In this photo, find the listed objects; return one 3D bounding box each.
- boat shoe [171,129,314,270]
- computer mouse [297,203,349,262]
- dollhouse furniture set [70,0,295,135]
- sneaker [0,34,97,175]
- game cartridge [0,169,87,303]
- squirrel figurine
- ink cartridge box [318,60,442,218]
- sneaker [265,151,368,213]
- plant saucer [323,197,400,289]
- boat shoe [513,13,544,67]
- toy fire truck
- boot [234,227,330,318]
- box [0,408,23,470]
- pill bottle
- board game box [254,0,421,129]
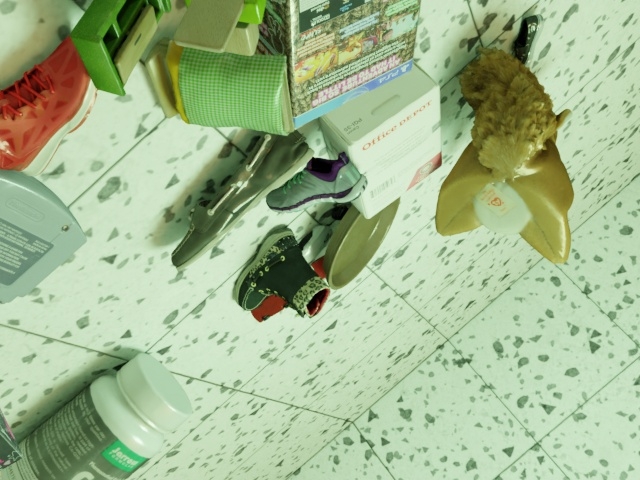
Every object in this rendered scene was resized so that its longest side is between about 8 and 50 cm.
[{"bbox_3d":[-0.160,-0.084,1.339,0.335,0.095,0.112,-41,-171,10],"label":"boat shoe"},{"bbox_3d":[0.000,0.000,1.687,0.193,0.042,0.106,-41,154,3],"label":"computer mouse"},{"bbox_3d":[-0.159,-0.199,0.984,0.301,0.198,0.151,82,24,-61],"label":"dollhouse furniture set"},{"bbox_3d":[-0.372,-0.171,0.932,0.128,0.087,0.221,1,131,-53],"label":"sneaker"},{"bbox_3d":[-0.478,-0.017,1.066,0.196,0.060,0.294,-37,153,3],"label":"game cartridge"},{"bbox_3d":[0.424,-0.215,1.587,0.370,0.281,0.396,-56,145,-42],"label":"squirrel figurine"},{"bbox_3d":[0.125,-0.199,1.463,0.207,0.117,0.283,-35,153,-8],"label":"ink cartridge box"},{"bbox_3d":[-0.023,-0.117,1.396,0.098,0.224,0.083,57,40,-32],"label":"sneaker"},{"bbox_3d":[0.090,-0.014,1.693,0.278,0.041,0.277,-49,159,-25],"label":"plant saucer"},{"bbox_3d":[0.435,-0.421,1.599,0.040,0.049,0.142,-9,142,-15],"label":"boat shoe"},{"bbox_3d":[-0.065,0.113,1.747,0.192,0.047,0.135,-32,-175,21],"label":"toy fire truck"},{"bbox_3d":[-0.085,0.112,1.600,0.085,0.178,0.236,-7,139,-46],"label":"boot"},{"bbox_3d":[-0.571,0.234,1.110,0.142,0.247,0.163,-28,151,-19],"label":"box"},{"bbox_3d":[-0.461,0.413,1.562,0.361,0.204,0.204,-40,153,1],"label":"pill bottle"},{"bbox_3d":[0.015,-0.347,1.083,0.232,0.141,0.291,-29,151,-19],"label":"board game box"}]
